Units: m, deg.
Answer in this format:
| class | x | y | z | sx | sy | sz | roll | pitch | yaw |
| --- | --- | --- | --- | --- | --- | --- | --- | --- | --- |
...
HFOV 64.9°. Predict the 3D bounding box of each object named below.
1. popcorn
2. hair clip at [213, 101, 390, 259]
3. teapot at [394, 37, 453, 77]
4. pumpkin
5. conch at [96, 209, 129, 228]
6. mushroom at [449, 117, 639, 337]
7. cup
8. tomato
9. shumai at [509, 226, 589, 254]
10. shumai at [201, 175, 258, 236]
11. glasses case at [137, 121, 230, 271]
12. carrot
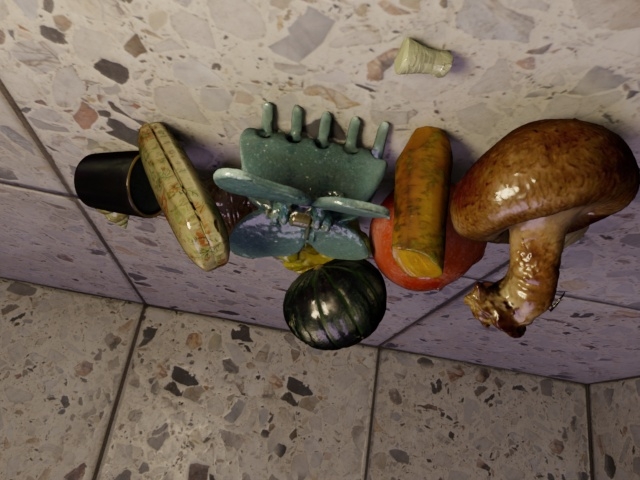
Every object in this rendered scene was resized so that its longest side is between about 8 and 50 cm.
| class | x | y | z | sx | sy | sz | roll | pitch | yaw |
| --- | --- | --- | --- | --- | --- | --- | --- | --- | --- |
| popcorn | 0.000 | 0.000 | 1.321 | 0.242 | 0.234 | 0.250 | -22 | 172 | 7 |
| hair clip | -0.025 | -0.120 | 1.025 | 0.318 | 0.238 | 0.392 | 8 | 157 | 0 |
| teapot | 0.165 | -0.287 | 0.805 | 0.083 | 0.057 | 0.067 | 9 | -165 | -8 |
| pumpkin | 0.036 | 0.148 | 1.161 | 0.250 | 0.250 | 0.216 | -5 | 126 | 31 |
| conch | -0.592 | -0.121 | 1.421 | 0.116 | 0.106 | 0.173 | 1 | 150 | -32 |
| mushroom | 0.392 | -0.037 | 0.905 | 0.334 | 0.356 | 0.331 | -22 | 142 | 39 |
| cup | -0.482 | -0.127 | 1.284 | 0.177 | 0.166 | 0.239 | 5 | 156 | 20 |
| tomato | 0.237 | -0.020 | 1.140 | 0.265 | 0.264 | 0.265 | 8 | 157 | 3 |
| shumai | 0.543 | -0.012 | 1.222 | 0.201 | 0.120 | 0.201 | 10 | 159 | 4 |
| shumai | -0.247 | -0.103 | 1.304 | 0.185 | 0.184 | 0.218 | 37 | -173 | 32 |
| glasses case | -0.286 | -0.101 | 1.025 | 0.098 | 0.425 | 0.156 | -23 | 135 | -16 |
| carrot | 0.191 | -0.079 | 0.957 | 0.114 | 0.301 | 0.114 | 9 | 154 | 4 |
